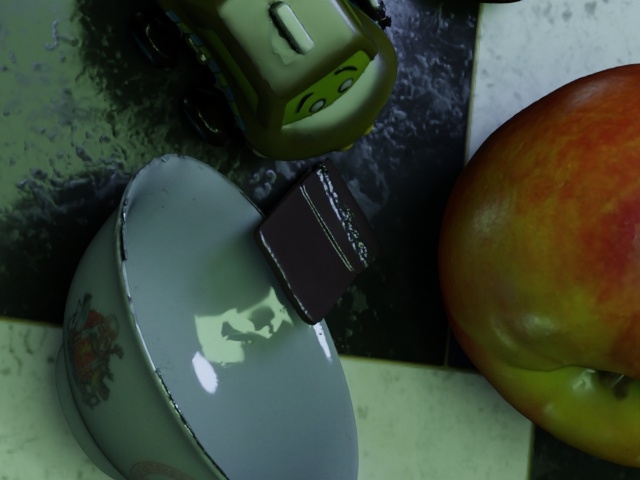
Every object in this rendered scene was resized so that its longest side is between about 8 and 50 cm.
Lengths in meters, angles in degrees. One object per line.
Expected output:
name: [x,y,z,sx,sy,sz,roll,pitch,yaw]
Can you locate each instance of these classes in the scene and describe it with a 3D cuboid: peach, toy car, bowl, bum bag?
peach: [0.307,0.008,1.719,0.388,0.388,0.388,1,88,-24]
toy car: [-0.039,-0.181,1.618,0.204,0.198,0.248,-36,106,-4]
bowl: [-0.120,0.113,1.592,0.345,0.157,0.345,47,28,-35]
bum bag: [0.000,0.000,1.708,0.109,0.026,0.159,59,33,-13]

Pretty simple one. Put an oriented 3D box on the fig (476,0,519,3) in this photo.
fig: [0.176,-0.298,1.803,0.109,0.103,0.154,16,55,-24]
